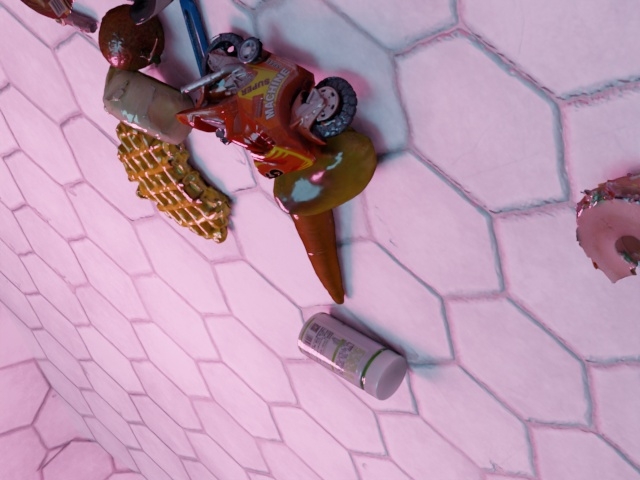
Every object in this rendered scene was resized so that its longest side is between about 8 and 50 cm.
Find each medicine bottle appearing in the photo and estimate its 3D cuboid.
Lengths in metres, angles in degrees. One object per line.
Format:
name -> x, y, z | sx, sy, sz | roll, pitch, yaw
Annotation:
medicine bottle -> 0.053, 0.198, 1.936 | 0.183, 0.086, 0.086 | 29, 148, 33

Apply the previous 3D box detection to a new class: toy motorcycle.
toy motorcycle -> -0.080, -0.184, 1.539 | 0.298, 0.171, 0.089 | 29, -168, 38

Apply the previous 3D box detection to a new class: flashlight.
flashlight -> -0.422, -0.374, 1.905 | 0.110, 0.031, 0.052 | 27, 147, 34

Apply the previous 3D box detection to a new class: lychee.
lychee -> -0.290, -0.306, 1.714 | 0.114, 0.101, 0.140 | 71, -178, -56

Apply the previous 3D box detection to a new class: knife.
knife -> -0.176, -0.255, 1.721 | 0.044, 0.026, 0.296 | 40, 156, 39

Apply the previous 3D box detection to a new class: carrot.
carrot -> 0.000, 0.000, 1.786 | 0.069, 0.069, 0.336 | 30, 155, 31

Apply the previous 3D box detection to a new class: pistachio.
pistachio -> 0.014, -0.102, 1.580 | 0.110, 0.100, 0.189 | 29, 135, -25

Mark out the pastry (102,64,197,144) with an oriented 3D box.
pastry -> -0.275, -0.219, 1.795 | 0.166, 0.088, 0.166 | 28, -176, -2

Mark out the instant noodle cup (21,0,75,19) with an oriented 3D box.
instant noodle cup -> -0.445, -0.479, 1.731 | 0.274, 0.091, 0.274 | 35, 151, 23

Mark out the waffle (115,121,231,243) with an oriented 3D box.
waffle -> -0.270, -0.111, 2.024 | 0.291, 0.051, 0.291 | 36, 154, 21

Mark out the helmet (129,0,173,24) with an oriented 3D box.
helmet -> -0.240, -0.398, 1.537 | 0.177, 0.107, 0.153 | 56, 162, 27

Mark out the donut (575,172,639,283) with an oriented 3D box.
donut -> 0.340, -0.024, 1.244 | 0.117, 0.065, 0.166 | 44, 152, 3
